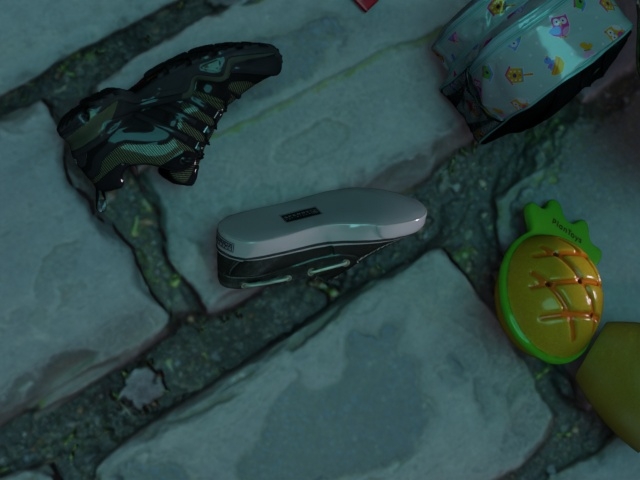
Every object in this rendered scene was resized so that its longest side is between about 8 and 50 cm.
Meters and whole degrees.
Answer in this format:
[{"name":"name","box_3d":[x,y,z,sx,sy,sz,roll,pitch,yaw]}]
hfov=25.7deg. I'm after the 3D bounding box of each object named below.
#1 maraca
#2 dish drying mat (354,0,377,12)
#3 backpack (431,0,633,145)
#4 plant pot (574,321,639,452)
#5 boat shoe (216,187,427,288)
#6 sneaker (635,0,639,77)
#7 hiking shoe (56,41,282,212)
[{"name":"maraca","box_3d":[0.237,0.041,1.432,0.127,0.099,0.185,35,53,-22]},{"name":"dish drying mat","box_3d":[0.029,-0.273,1.429,0.032,0.008,0.083,-45,99,-15]},{"name":"backpack","box_3d":[0.210,-0.194,1.385,0.166,0.188,0.144,-35,97,-15]},{"name":"plant pot","box_3d":[0.320,0.137,1.443,0.095,0.134,0.134,30,78,13]},{"name":"boat shoe","box_3d":[0.000,0.000,1.378,0.219,0.078,0.070,-9,124,-20]},{"name":"sneaker","box_3d":[0.365,-0.258,1.365,0.182,0.158,0.410,0,82,-61]},{"name":"hiking shoe","box_3d":[-0.132,-0.114,1.344,0.227,0.086,0.114,-25,108,-11]}]
